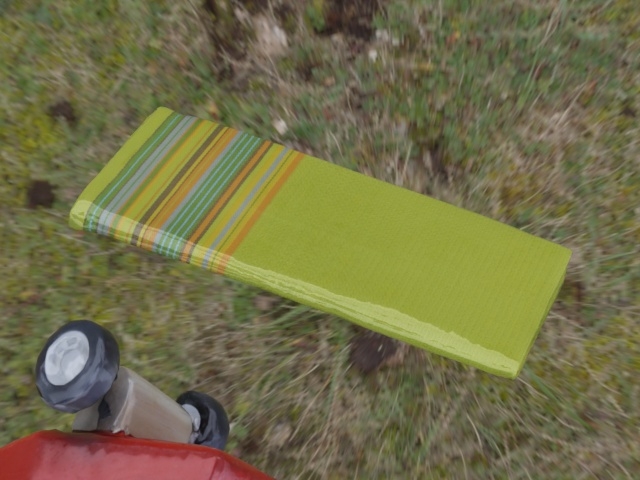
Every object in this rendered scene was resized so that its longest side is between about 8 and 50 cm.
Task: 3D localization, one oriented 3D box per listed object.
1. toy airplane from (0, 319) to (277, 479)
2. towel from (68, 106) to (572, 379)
[{"bbox_3d":[-0.240,0.247,1.023,0.386,0.384,0.272,4,54,-12],"label":"toy airplane"},{"bbox_3d":[0.000,0.000,0.784,0.237,0.102,0.021,19,133,14],"label":"towel"}]
